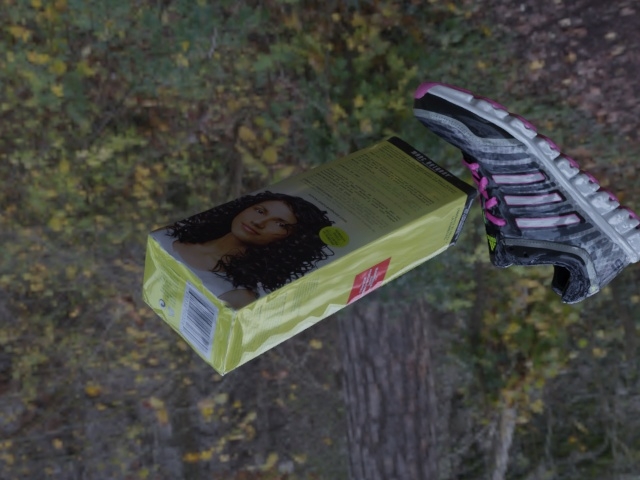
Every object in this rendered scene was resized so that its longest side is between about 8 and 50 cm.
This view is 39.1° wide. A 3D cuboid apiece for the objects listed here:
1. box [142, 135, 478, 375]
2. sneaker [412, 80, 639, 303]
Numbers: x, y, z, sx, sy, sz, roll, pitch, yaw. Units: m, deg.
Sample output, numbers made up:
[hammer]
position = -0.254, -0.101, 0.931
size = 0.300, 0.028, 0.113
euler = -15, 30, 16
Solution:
[box]
position = 0.000, 0.000, 0.605
size = 0.232, 0.087, 0.058
euler = -26, 142, -41
[sneaker]
position = 0.113, -0.024, 0.529
size = 0.170, 0.075, 0.063
euler = 37, -172, -10
